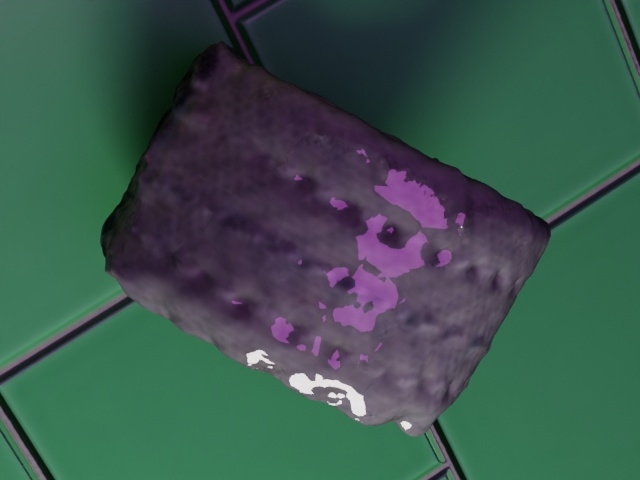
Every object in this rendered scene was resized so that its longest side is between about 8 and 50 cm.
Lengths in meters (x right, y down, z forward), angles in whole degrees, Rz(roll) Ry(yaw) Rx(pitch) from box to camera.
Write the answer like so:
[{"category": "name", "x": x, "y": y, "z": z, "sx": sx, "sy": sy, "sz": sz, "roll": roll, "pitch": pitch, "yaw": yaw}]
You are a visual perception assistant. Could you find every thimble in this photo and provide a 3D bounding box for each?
[{"category": "thimble", "x": 0.000, "y": 0.000, "z": 1.055, "sx": 0.245, "sy": 0.217, "sz": 0.157, "roll": 28, "pitch": 93, "yaw": -15}]
